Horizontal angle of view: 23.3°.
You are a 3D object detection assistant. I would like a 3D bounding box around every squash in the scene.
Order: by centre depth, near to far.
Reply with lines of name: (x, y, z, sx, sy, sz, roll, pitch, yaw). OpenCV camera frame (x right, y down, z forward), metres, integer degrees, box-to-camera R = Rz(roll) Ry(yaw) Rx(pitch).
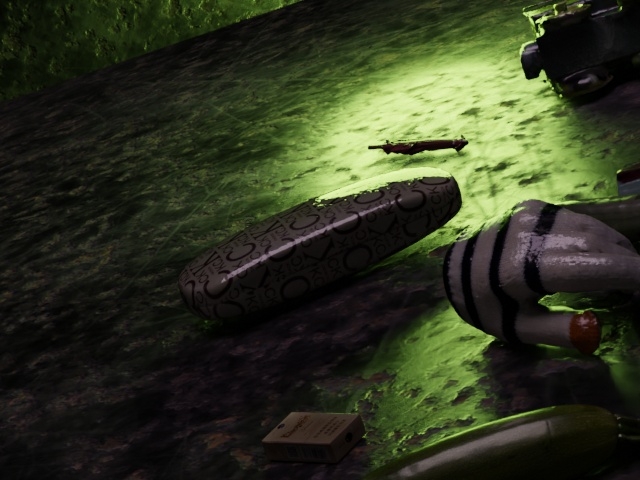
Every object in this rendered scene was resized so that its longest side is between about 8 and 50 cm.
squash: (0.139, 0.177, 1.234, 0.252, 0.066, 0.066, -19, 18, 1)

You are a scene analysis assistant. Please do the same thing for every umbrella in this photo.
umbrella: (0.136, -0.132, 2.172, 0.165, 0.025, 0.027, -1, 7, 38)

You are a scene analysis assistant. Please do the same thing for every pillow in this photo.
pillow: (0.314, -0.022, 1.629, 0.241, 0.051, 0.093, -7, -8, 40)

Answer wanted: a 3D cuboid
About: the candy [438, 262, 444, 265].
candy: (0.174, 0.020, 1.711, 0.123, 0.035, 0.035, -12, 38, 51)

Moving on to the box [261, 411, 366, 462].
box: (-0.006, 0.181, 1.435, 0.083, 0.024, 0.053, -5, 23, 40)

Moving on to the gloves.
gloves: (0.228, 0.026, 1.483, 0.218, 0.131, 0.140, -14, 20, 46)

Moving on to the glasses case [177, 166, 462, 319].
glasses case: (0.000, 0.000, 1.841, 0.354, 0.085, 0.137, -23, 20, -12)

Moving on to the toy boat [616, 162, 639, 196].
toy boat: (0.438, -0.082, 1.706, 0.228, 0.046, 0.080, -14, 16, 22)

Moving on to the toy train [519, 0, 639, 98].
toy train: (0.404, -0.291, 2.194, 0.260, 0.134, 0.177, -17, 10, 5)
